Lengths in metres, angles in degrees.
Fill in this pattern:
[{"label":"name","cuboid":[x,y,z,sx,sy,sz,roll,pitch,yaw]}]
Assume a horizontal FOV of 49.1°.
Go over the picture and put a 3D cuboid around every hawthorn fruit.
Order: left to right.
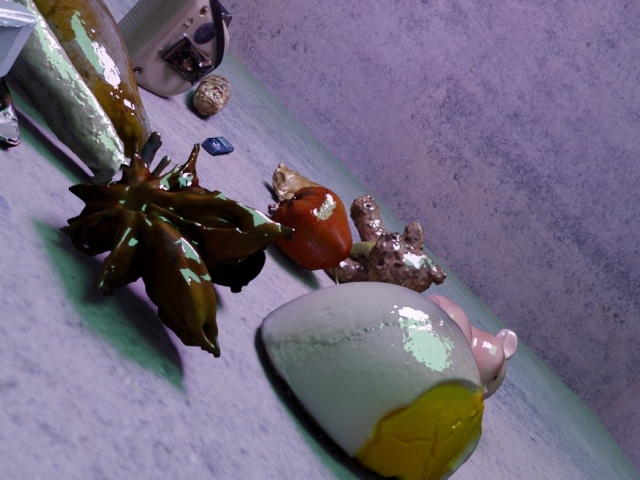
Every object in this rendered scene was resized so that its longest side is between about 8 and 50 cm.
[{"label":"hawthorn fruit","cuboid":[0.000,0.000,1.333,0.203,0.163,0.162,58,8,-18]}]

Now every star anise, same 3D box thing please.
[{"label":"star anise","cuboid":[-0.168,-0.025,0.788,0.237,0.148,0.346,-9,40,-20]}]

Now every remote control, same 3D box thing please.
[{"label":"remote control","cuboid":[-0.222,-0.209,1.536,0.043,0.027,0.152,41,10,-2]}]

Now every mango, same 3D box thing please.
[{"label":"mango","cuboid":[-0.345,-0.252,0.995,0.316,0.146,0.193,60,13,-1]}]

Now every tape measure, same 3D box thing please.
[{"label":"tape measure","cuboid":[-0.280,-0.426,1.461,0.133,0.271,0.231,50,14,20]}]

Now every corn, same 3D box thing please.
[{"label":"corn","cuboid":[-0.270,-0.358,1.737,0.086,0.086,0.253,42,14,-17]}]

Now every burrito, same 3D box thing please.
[{"label":"burrito","cuboid":[-0.328,-0.188,0.864,0.275,0.082,0.059,56,29,-12]}]

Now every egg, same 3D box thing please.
[{"label":"egg","cuboid":[0.099,0.165,0.963,0.337,0.201,0.337,45,10,-10]}]

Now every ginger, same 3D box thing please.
[{"label":"ginger","cuboid":[-0.061,-0.123,1.681,0.115,0.081,0.205,35,15,15]}]

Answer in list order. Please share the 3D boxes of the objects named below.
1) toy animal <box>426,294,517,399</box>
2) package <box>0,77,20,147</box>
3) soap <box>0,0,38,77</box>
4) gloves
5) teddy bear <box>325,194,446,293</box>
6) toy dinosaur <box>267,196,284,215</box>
[{"label":"toy animal","cuboid":[0.256,0.219,1.349,0.256,0.195,0.213,45,19,-18]},{"label":"package","cuboid":[-0.430,-0.209,0.796,0.154,0.030,0.239,28,21,-50]},{"label":"soap","cuboid":[-0.403,-0.225,0.695,0.145,0.091,0.230,40,19,9]},{"label":"gloves","cuboid":[-0.165,-0.011,0.942,0.181,0.106,0.129,17,-14,41]},{"label":"teddy bear","cuboid":[0.114,0.012,1.516,0.296,0.246,0.222,66,-22,17]},{"label":"toy dinosaur","cuboid":[-0.067,-0.056,1.493,0.055,0.049,0.154,49,17,29]}]
